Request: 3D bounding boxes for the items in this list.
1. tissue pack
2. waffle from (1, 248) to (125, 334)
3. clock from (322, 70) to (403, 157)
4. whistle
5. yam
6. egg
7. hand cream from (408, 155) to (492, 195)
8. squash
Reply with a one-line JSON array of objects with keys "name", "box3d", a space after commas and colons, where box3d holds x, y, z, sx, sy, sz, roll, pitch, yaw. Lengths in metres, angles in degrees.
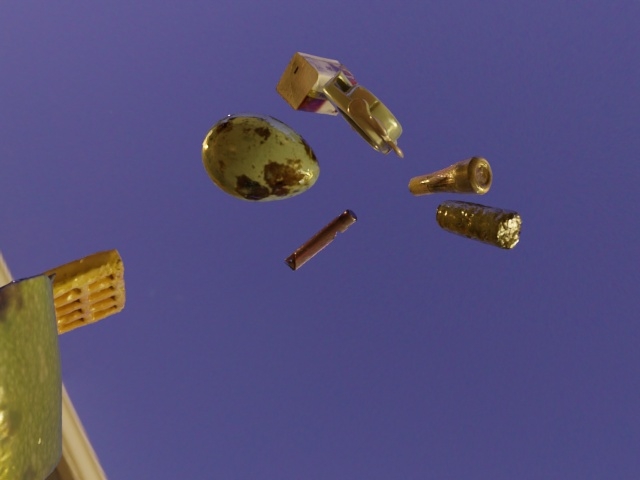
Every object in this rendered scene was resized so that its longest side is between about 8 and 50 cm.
[{"name": "tissue pack", "box3d": [-0.006, -0.354, 1.391, 0.099, 0.149, 0.106, 50, -57, 23]}, {"name": "waffle", "box3d": [-0.500, 0.117, 1.198, 0.055, 0.221, 0.248, 60, -27, 16]}, {"name": "clock", "box3d": [0.092, -0.232, 1.156, 0.062, 0.151, 0.191, -44, -134, 4]}, {"name": "whistle", "box3d": [0.000, 0.000, 1.221, 0.176, 0.033, 0.033, -39, -97, 17]}, {"name": "yam", "box3d": [0.311, -0.034, 1.198, 0.179, 0.078, 0.078, 19, -75, 56]}, {"name": "egg", "box3d": [-0.113, -0.154, 1.153, 0.231, 0.169, 0.169, 14, -79, 7]}, {"name": "hand cream", "box3d": [0.282, -0.136, 1.363, 0.203, 0.084, 0.083, -4, -84, 51]}, {"name": "squash", "box3d": [-0.211, 0.119, 0.402, 0.085, 0.192, 0.184, 33, -76, 0]}]
